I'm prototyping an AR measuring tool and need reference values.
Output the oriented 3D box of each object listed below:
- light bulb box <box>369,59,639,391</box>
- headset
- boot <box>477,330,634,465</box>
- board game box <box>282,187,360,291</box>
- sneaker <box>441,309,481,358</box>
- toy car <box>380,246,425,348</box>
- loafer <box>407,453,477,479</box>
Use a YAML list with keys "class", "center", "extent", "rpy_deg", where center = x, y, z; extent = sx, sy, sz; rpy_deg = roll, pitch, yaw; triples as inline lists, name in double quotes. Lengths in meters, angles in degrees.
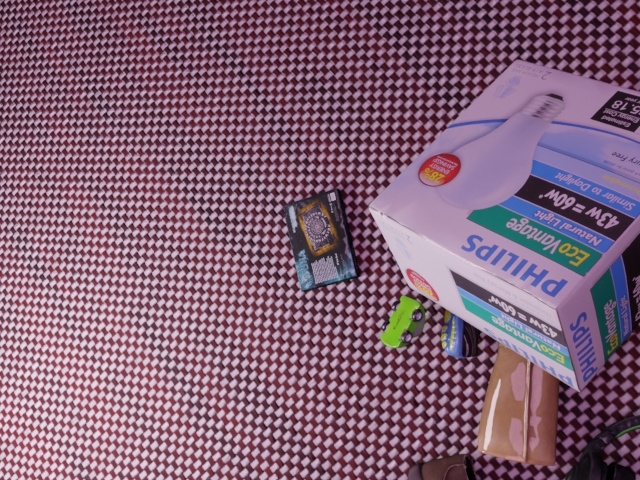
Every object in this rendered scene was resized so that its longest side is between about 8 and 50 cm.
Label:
- class: "light bulb box"
  center: [0.337, -0.041, 1.032]
  extent: [0.361, 0.225, 0.358]
  rpy_deg: [-45, 44, -13]
- class: "headset"
  center: [0.481, 0.443, 1.053]
  extent: [0.394, 0.185, 0.243]
  rpy_deg: [-44, 71, -6]
- class: "boot"
  center: [0.403, 0.250, 1.182]
  extent: [0.236, 0.089, 0.269]
  rpy_deg: [5, 85, 32]
- class: "board game box"
  center: [0.000, 0.000, 1.395]
  extent: [0.126, 0.026, 0.186]
  rpy_deg: [-16, 78, 19]
- class: "sneaker"
  center: [0.273, 0.125, 1.259]
  extent: [0.067, 0.078, 0.188]
  rpy_deg: [-17, 57, 60]
- class: "toy car"
  center: [0.184, 0.098, 1.255]
  extent: [0.239, 0.053, 0.224]
  rpy_deg: [23, 83, 49]
- class: "loafer"
  center: [0.291, 0.525, 1.159]
  extent: [0.130, 0.134, 0.365]
  rpy_deg: [-38, 72, 13]
